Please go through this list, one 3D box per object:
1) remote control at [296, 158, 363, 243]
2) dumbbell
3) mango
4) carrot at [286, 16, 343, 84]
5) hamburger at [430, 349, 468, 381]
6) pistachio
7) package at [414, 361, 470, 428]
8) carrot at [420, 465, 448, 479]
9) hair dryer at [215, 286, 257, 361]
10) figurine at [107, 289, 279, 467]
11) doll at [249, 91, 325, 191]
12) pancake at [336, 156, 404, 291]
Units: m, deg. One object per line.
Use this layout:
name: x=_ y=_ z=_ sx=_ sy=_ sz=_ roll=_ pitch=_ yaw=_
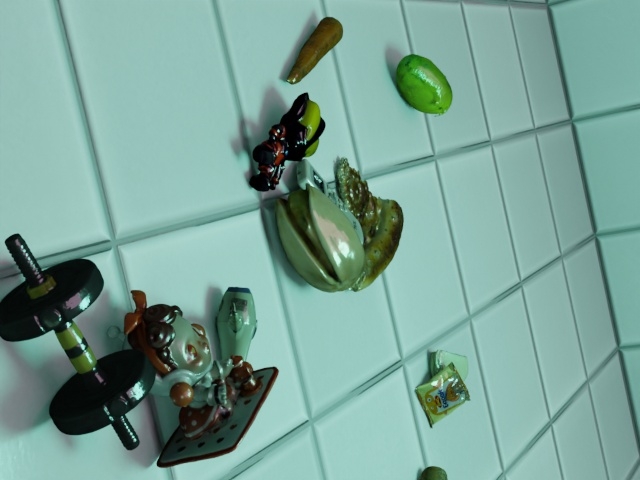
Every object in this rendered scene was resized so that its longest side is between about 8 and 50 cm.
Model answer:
remote control: x=0.019 y=-0.066 z=1.976 sx=0.190 sy=0.029 sz=0.087 roll=50 pitch=18 yaw=-26
dumbbell: x=-0.305 y=0.132 z=1.307 sx=0.325 sy=0.143 sz=0.143 roll=65 pitch=33 yaw=-23
mango: x=0.237 y=-0.361 z=2.398 sx=0.178 sy=0.119 sz=0.100 roll=48 pitch=61 yaw=-44
carrot: x=-0.018 y=-0.358 z=2.041 sx=0.057 sy=0.057 sz=0.224 roll=61 pitch=38 yaw=-28
hamburger: x=0.283 y=0.293 z=2.345 sx=0.121 sy=0.054 sz=0.084 roll=26 pitch=64 yaw=-51
pistachio: x=0.000 y=0.000 z=1.879 sx=0.215 sy=0.144 sz=0.144 roll=62 pitch=34 yaw=-18
package: x=0.267 y=0.334 z=2.283 sx=0.121 sy=0.031 sz=0.108 roll=-34 pitch=114 yaw=-18
carrot: x=0.220 y=0.625 z=2.120 sx=0.070 sy=0.070 sz=0.342 roll=42 pitch=48 yaw=-46
hair dryer: x=-0.131 y=0.164 z=1.614 sx=0.199 sy=0.067 sz=0.167 roll=-116 pitch=-151 yaw=-82
figurine: x=-0.203 y=0.170 z=1.482 sx=0.226 sy=0.160 sz=0.183 roll=57 pitch=35 yaw=-21
doll: x=-0.053 y=-0.178 z=1.890 sx=0.088 sy=0.127 sz=0.248 roll=39 pitch=35 yaw=-1
pancake: x=0.086 y=-0.048 z=2.109 sx=0.266 sy=0.057 sz=0.244 roll=-45 pitch=118 yaw=-54
